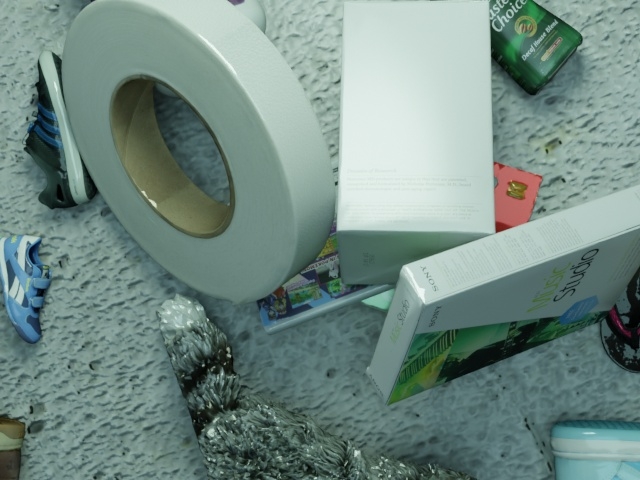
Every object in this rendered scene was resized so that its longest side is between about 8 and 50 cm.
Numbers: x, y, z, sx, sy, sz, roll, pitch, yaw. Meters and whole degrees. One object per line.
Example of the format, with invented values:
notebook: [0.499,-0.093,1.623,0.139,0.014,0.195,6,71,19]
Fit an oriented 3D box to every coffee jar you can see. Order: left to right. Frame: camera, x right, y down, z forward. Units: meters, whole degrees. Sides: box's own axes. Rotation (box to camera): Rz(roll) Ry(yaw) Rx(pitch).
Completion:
coffee jar: [0.228,-0.272,1.497,0.184,0.079,0.096,40,91,4]

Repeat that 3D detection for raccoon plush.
raccoon plush: [0.006,0.232,1.452,0.299,0.216,0.447,-20,88,-5]

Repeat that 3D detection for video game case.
video game case: [0.000,0.000,1.501,0.201,0.023,0.183,-21,68,7]

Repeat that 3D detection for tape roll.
tape roll: [-0.148,-0.108,1.387,0.072,0.392,0.392,-35,87,-36]

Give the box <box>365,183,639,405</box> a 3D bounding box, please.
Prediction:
box: [0.219,0.064,1.366,0.322,0.232,0.058,-17,60,-20]

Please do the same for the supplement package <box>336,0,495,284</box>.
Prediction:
supplement package: [0.110,-0.112,1.410,0.175,0.177,0.293,0,69,3]

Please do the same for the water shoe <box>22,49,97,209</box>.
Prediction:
water shoe: [-0.347,-0.141,1.534,0.080,0.073,0.203,-14,87,7]

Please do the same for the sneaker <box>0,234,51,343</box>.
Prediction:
sneaker: [-0.374,0.060,1.543,0.059,0.053,0.144,-12,89,1]

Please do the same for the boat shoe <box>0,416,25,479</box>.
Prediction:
boat shoe: [-0.547,0.282,1.520,0.341,0.123,0.123,2,88,-3]

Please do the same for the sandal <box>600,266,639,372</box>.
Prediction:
sandal: [0.385,0.077,1.501,0.067,0.040,0.179,-1,89,3]

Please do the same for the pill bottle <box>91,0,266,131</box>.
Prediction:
pill bottle: [-0.173,-0.284,1.477,0.169,0.169,0.301,-36,87,2]

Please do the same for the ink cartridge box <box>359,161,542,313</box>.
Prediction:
ink cartridge box: [0.166,0.000,1.511,0.181,0.056,0.225,17,92,3]

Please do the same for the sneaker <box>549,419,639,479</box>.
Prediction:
sneaker: [0.435,0.332,1.456,0.318,0.127,0.208,3,87,13]
